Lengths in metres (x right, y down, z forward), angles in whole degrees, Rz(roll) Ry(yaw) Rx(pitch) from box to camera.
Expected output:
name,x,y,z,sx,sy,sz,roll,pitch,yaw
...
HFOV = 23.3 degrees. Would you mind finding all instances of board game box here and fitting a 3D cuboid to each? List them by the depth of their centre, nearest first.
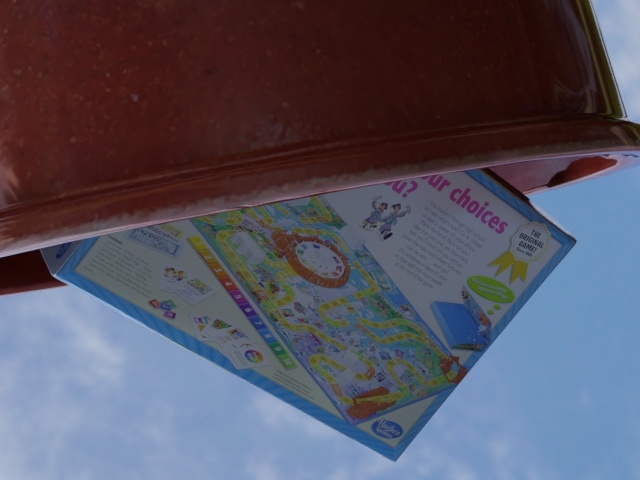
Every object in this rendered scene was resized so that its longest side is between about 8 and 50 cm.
name,x,y,z,sx,sy,sz,roll,pitch,yaw
board game box,0.000,0.000,0.508,0.154,0.103,0.026,33,-170,-34

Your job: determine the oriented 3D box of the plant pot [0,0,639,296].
name,x,y,z,sx,sy,sz,roll,pitch,yaw
plant pot,-0.053,-0.129,0.491,0.272,0.272,0.265,-7,-95,-54
